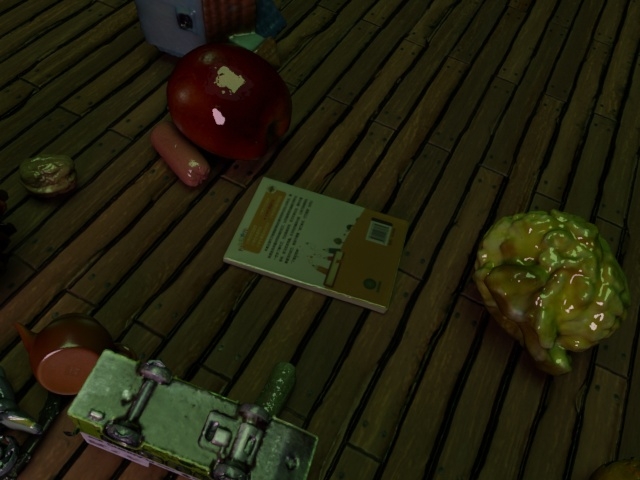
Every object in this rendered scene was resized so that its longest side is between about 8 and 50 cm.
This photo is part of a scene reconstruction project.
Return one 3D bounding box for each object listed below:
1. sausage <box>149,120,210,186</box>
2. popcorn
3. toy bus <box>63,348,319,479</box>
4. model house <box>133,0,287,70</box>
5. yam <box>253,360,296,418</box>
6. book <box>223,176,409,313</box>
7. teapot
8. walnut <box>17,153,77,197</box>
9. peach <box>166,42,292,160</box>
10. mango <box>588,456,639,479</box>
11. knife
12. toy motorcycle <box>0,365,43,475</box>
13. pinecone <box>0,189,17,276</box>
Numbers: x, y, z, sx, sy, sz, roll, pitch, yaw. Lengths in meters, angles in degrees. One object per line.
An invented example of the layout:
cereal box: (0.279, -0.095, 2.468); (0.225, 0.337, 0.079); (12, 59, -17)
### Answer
sausage: (-0.267, -0.165, 1.069); (0.062, 0.062, 0.154); (-30, 63, -27)
popcorn: (0.363, 0.082, 0.906); (0.236, 0.206, 0.252); (21, 70, -13)
toy bus: (-0.165, 0.257, 0.734); (0.301, 0.139, 0.113); (23, 54, -1)
model house: (-0.192, -0.501, 1.183); (0.329, 0.295, 0.252); (29, 59, 16)
yam: (-0.067, 0.226, 0.825); (0.043, 0.043, 0.094); (25, 53, 10)
book: (0.000, 0.000, 1.015); (0.295, 0.020, 0.208); (18, 53, 4)
teapot: (-0.348, 0.153, 0.806); (0.173, 0.116, 0.116); (19, 48, -29)
walnut: (-0.480, -0.114, 0.988); (0.096, 0.079, 0.083); (-14, 56, -18)
peach: (-0.171, -0.268, 1.072); (0.243, 0.200, 0.243); (27, 28, -15)
mango: (0.432, 0.405, 0.721); (0.156, 0.151, 0.249); (29, 41, -27)
knife: (-0.396, 0.289, 0.739); (0.045, 0.021, 0.222); (5, 49, 14)
toy motorcycle: (-0.456, 0.228, 0.750); (0.193, 0.061, 0.124); (18, 58, 17)
pinecone: (-0.561, 0.014, 0.790); (0.246, 0.246, 0.292); (-12, 68, -17)
